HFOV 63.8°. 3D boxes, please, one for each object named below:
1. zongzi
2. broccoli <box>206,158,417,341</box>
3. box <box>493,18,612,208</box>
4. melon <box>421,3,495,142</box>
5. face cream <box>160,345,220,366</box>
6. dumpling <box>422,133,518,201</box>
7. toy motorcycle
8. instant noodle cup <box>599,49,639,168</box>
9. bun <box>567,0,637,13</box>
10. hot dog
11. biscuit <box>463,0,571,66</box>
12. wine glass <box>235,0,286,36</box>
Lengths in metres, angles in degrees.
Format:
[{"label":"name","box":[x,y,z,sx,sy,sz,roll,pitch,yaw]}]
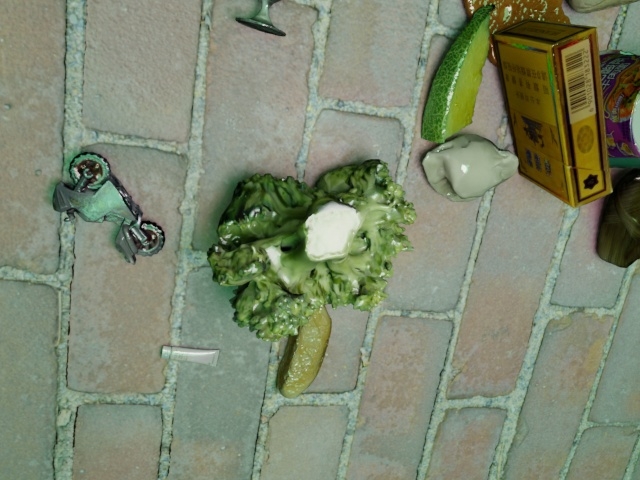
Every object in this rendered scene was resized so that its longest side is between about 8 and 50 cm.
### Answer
[{"label":"zongzi","box":[0.633,-0.037,1.052,0.242,0.112,0.220,-16,122,-53]},{"label":"broccoli","box":[-0.015,0.009,0.888,0.339,0.317,0.277,-7,92,19]},{"label":"box","box":[0.420,-0.231,0.932,0.084,0.193,0.301,-23,119,1]},{"label":"melon","box":[0.273,-0.305,0.962,0.114,0.053,0.261,5,115,-27]},{"label":"face cream","box":[-0.261,0.230,1.032,0.115,0.020,0.038,11,102,-18]},{"label":"dumpling","box":[0.294,-0.131,1.012,0.177,0.092,0.150,-17,132,-23]},{"label":"toy motorcycle","box":[-0.374,-0.044,0.897,0.123,0.080,0.215,-33,114,-1]},{"label":"instant noodle cup","box":[0.614,-0.245,0.995,0.251,0.190,0.251,-3,106,-12]},{"label":"bun","box":[0.555,-0.528,0.924,0.244,0.153,0.243,-5,111,-13]},{"label":"hot dog","box":[-0.027,0.207,1.045,0.073,0.084,0.242,12,103,-19]},{"label":"biscuit","box":[0.383,-0.399,0.978,0.280,0.043,0.183,23,103,-13]},{"label":"wine glass","box":[-0.072,-0.448,0.837,0.093,0.093,0.202,12,106,-15]}]
